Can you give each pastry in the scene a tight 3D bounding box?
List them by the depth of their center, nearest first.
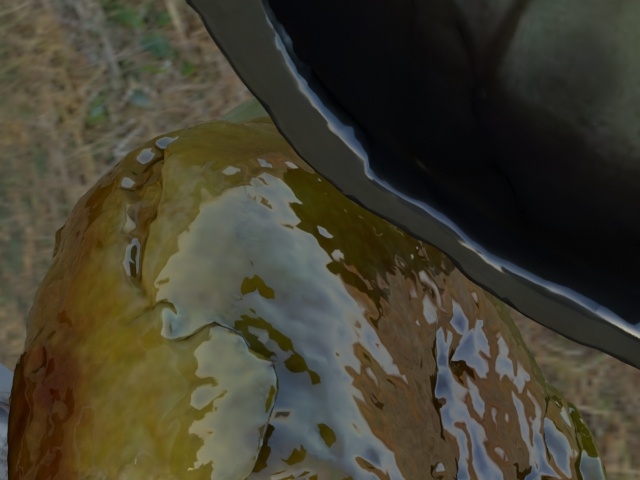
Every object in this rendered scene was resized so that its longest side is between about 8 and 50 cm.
[{"bbox_3d":[0.010,0.103,0.836,0.356,0.164,0.356,34,38,-31],"label":"pastry"}]

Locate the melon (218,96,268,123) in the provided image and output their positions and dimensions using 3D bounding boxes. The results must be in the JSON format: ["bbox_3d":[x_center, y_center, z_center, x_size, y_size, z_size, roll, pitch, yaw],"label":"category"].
[{"bbox_3d":[0.015,-0.006,1.464,0.308,0.272,0.271,-7,90,-8],"label":"melon"}]

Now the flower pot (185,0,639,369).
[{"bbox_3d":[0.131,-0.130,0.416,0.266,0.266,0.267,39,62,-22],"label":"flower pot"}]

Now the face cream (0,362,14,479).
[{"bbox_3d":[-0.250,0.115,0.967,0.177,0.177,0.153,30,87,-24],"label":"face cream"}]
